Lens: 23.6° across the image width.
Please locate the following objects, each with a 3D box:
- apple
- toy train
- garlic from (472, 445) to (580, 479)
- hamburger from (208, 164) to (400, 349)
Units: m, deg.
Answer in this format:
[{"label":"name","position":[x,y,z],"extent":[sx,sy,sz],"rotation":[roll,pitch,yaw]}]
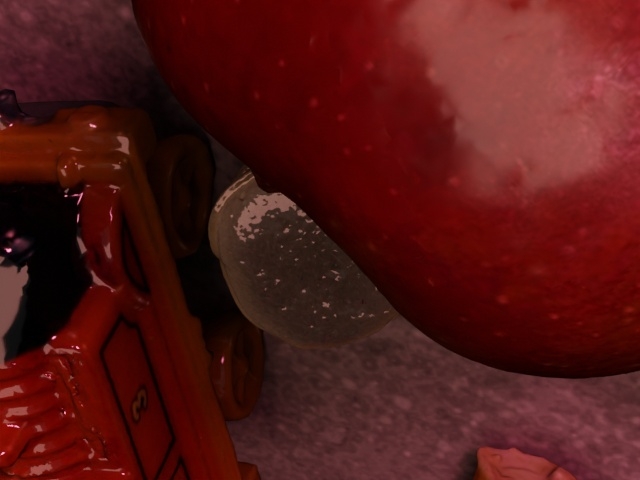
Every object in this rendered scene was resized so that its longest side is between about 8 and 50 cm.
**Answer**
[{"label":"apple","position":[0.092,-0.107,0.539],"extent":[0.317,0.288,0.288],"rotation":[-40,108,14]},{"label":"toy train","position":[-0.149,0.086,0.958],"extent":[0.163,0.231,0.369],"rotation":[-1,128,17]},{"label":"garlic","position":[0.114,0.252,1.081],"extent":[0.164,0.145,0.245],"rotation":[56,133,15]},{"label":"hamburger","position":[0.000,0.000,0.937],"extent":[0.133,0.062,0.140],"rotation":[-11,118,9]}]
